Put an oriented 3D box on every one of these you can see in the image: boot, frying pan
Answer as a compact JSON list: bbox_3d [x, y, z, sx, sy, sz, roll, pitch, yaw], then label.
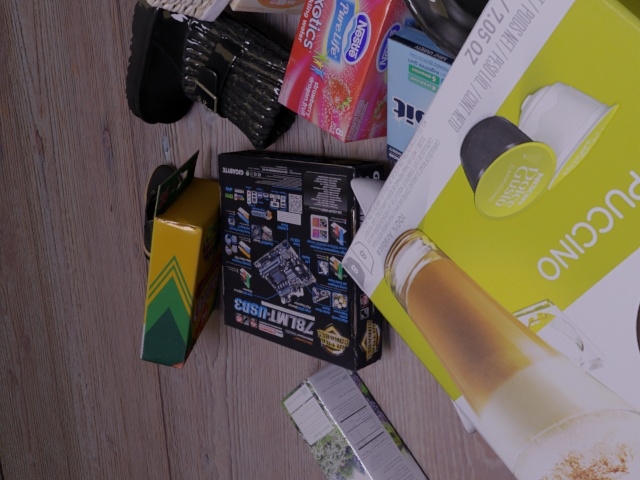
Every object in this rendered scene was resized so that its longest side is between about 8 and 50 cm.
[{"bbox_3d":[-0.166,-0.234,1.031,0.260,0.131,0.348,33,158,-3],"label":"boot"},{"bbox_3d":[-0.275,-0.077,1.145,0.137,0.077,0.197,110,155,-59],"label":"boot"},{"bbox_3d":[0.130,-0.285,0.569,0.197,0.053,0.326,53,168,17],"label":"frying pan"}]

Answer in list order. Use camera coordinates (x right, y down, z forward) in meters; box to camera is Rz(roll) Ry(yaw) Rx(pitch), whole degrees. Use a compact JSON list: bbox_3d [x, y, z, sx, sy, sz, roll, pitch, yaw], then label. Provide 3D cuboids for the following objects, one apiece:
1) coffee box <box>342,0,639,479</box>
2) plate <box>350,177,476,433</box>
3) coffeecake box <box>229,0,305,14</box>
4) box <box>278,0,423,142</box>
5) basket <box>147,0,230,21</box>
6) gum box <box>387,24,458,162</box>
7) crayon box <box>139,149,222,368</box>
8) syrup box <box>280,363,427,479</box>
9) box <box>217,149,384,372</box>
[{"bbox_3d":[0.286,-0.012,0.501,0.334,0.338,0.337,52,146,18],"label":"coffee box"},{"bbox_3d":[0.151,0.046,0.747,0.045,0.277,0.278,-26,84,21],"label":"plate"},{"bbox_3d":[-0.029,-0.385,0.851,0.185,0.142,0.068,-37,76,42],"label":"coffeecake box"},{"bbox_3d":[0.058,-0.268,0.822,0.128,0.123,0.256,37,124,27],"label":"box"},{"bbox_3d":[-0.151,-0.367,0.797,0.167,0.103,0.113,-35,73,43],"label":"basket"},{"bbox_3d":[0.151,-0.144,0.781,0.157,0.041,0.184,34,149,30],"label":"gum box"},{"bbox_3d":[-0.222,0.028,1.102,0.081,0.202,0.318,13,116,2],"label":"crayon box"},{"bbox_3d":[0.051,0.315,1.018,0.237,0.096,0.093,54,132,15],"label":"syrup box"},{"bbox_3d":[-0.038,0.018,0.990,0.296,0.073,0.293,11,109,42],"label":"box"}]
